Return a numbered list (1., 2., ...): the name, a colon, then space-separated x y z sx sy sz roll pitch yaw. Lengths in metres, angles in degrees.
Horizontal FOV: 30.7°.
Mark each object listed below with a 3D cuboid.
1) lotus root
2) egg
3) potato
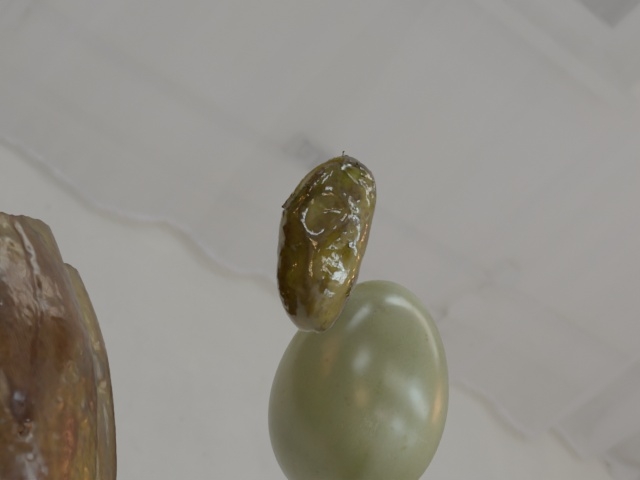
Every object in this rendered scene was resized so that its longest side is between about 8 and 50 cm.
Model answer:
1. lotus root: -0.167 0.104 0.576 0.180 0.199 0.188 54 27 18
2. egg: 0.043 0.164 1.238 0.188 0.254 0.188 16 11 -3
3. potato: 0.000 0.000 0.580 0.046 0.092 0.045 16 3 -2
